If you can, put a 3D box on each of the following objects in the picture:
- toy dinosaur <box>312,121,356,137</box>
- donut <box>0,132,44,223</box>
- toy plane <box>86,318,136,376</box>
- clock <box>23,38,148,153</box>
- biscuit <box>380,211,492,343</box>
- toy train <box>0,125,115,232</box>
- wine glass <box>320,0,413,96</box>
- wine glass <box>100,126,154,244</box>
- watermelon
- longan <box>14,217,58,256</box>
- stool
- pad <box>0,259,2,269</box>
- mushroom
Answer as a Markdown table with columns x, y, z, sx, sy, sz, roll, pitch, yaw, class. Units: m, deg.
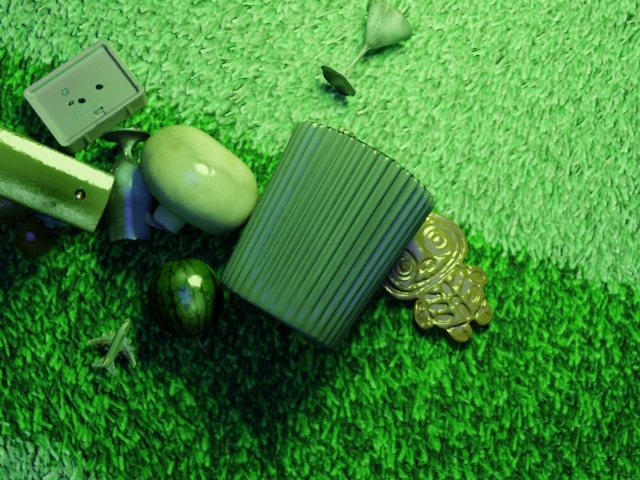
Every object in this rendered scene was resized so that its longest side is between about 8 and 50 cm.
| x | y | z | sx | sy | sz | roll | pitch | yaw | class |
| --- | --- | --- | --- | --- | --- | --- | --- | --- | --- |
| 0.038 | -0.218 | 1.502 | 0.113 | 0.026 | 0.041 | 39 | 96 | -5 | toy dinosaur |
| -0.610 | -0.128 | 1.424 | 0.166 | 0.073 | 0.184 | 30 | 80 | -1 | donut |
| -0.388 | 0.199 | 1.391 | 0.102 | 0.040 | 0.111 | 26 | 78 | 0 | toy plane |
| -0.464 | -0.285 | 1.465 | 0.197 | 0.063 | 0.150 | -37 | 84 | -9 | clock |
| 0.223 | 0.069 | 1.456 | 0.202 | 0.044 | 0.289 | -31 | 81 | -9 | biscuit |
| -0.523 | -0.110 | 1.292 | 0.299 | 0.202 | 0.131 | 24 | 83 | -27 | toy train |
| 0.092 | -0.387 | 1.498 | 0.122 | 0.122 | 0.183 | 37 | 82 | 3 | wine glass |
| -0.375 | -0.103 | 1.419 | 0.103 | 0.103 | 0.222 | -4 | 81 | -4 | wine glass |
| -0.242 | 0.125 | 1.365 | 0.140 | 0.141 | 0.188 | -18 | 87 | -7 | watermelon |
| -0.541 | -0.008 | 1.404 | 0.083 | 0.075 | 0.075 | -9 | 80 | 4 | longan |
| 0.000 | 0.000 | 1.337 | 0.297 | 0.297 | 0.330 | 31 | 84 | 2 | stool |
| -0.790 | 0.125 | 1.397 | 0.329 | 0.004 | 0.220 | 5 | 79 | -3 | pad |
| -0.239 | -0.099 | 1.367 | 0.246 | 0.246 | 0.202 | 45 | 102 | 5 | mushroom |
